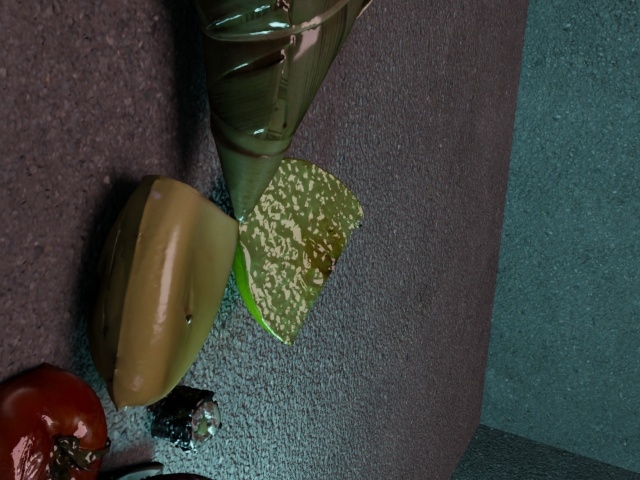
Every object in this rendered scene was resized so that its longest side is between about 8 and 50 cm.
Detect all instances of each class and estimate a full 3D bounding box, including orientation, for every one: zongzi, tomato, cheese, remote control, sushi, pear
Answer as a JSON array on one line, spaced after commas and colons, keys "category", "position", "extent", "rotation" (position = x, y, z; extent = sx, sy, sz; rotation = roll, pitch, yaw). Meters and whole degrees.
[{"category": "zongzi", "position": [-0.014, -0.328, 1.323], "extent": [0.500, 0.218, 0.467], "rotation": [-41, 145, -50]}, {"category": "tomato", "position": [-0.331, 0.268, 1.067], "extent": [0.228, 0.101, 0.228], "rotation": [-35, 131, -56]}, {"category": "cheese", "position": [-0.213, 0.079, 1.190], "extent": [0.316, 0.128, 0.259], "rotation": [-70, 158, -9]}, {"category": "remote control", "position": [-0.293, 0.358, 1.283], "extent": [0.212, 0.028, 0.059], "rotation": [16, 86, -66]}, {"category": "sushi", "position": [-0.206, 0.270, 1.362], "extent": [0.098, 0.084, 0.094], "rotation": [-38, 133, -61]}, {"category": "pear", "position": [-0.082, -0.012, 1.437], "extent": [0.288, 0.139, 0.239], "rotation": [-60, 138, -25]}]

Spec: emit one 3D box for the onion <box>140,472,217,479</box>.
[{"category": "onion", "position": [-0.227, 0.454, 1.119], "extent": [0.282, 0.336, 0.260], "rotation": [64, 7, 21]}]
